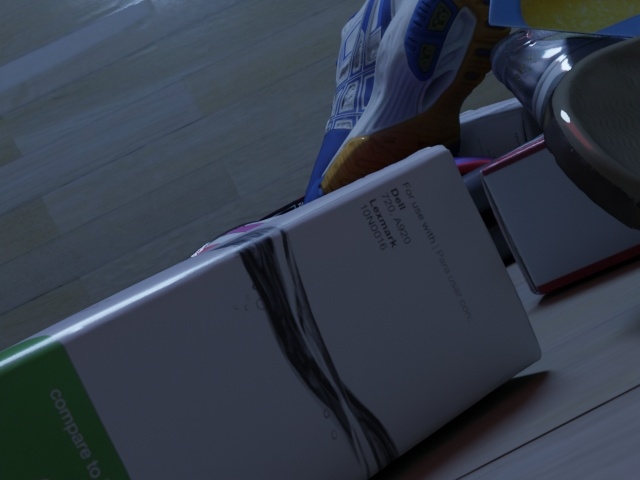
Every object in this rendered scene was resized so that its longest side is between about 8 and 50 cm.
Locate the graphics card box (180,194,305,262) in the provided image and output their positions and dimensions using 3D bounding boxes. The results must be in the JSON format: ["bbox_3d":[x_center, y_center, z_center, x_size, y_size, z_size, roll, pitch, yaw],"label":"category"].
[{"bbox_3d":[0.000,0.000,1.513,0.232,0.094,0.371,-17,-5,-34],"label":"graphics card box"}]

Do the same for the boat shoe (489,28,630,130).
[{"bbox_3d":[0.291,-0.158,0.930,0.320,0.103,0.118,-19,-44,-21],"label":"boat shoe"}]

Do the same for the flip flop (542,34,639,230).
[{"bbox_3d":[0.207,-0.081,0.466,0.277,0.112,0.080,-21,-37,-19],"label":"flip flop"}]

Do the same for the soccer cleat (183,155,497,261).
[{"bbox_3d":[0.016,0.011,0.859,0.318,0.109,0.116,-23,-4,-22],"label":"soccer cleat"}]

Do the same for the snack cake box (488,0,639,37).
[{"bbox_3d":[0.259,-0.169,0.735,0.264,0.089,0.152,11,13,28],"label":"snack cake box"}]

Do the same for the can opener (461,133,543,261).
[{"bbox_3d":[0.183,-0.054,0.808,0.280,0.074,0.093,-27,-3,-9],"label":"can opener"}]

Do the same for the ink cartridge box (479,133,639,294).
[{"bbox_3d":[0.172,-0.043,0.624,0.127,0.072,0.175,-26,1,22],"label":"ink cartridge box"}]

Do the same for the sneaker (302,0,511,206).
[{"bbox_3d":[0.060,-0.122,0.981,0.112,0.131,0.296,12,-62,-32],"label":"sneaker"}]

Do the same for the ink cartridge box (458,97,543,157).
[{"bbox_3d":[0.173,-0.079,1.048,0.158,0.092,0.218,-23,9,-32],"label":"ink cartridge box"}]

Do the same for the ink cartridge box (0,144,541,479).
[{"bbox_3d":[-0.052,0.060,0.416,0.219,0.093,0.160,-27,1,-35],"label":"ink cartridge box"}]
